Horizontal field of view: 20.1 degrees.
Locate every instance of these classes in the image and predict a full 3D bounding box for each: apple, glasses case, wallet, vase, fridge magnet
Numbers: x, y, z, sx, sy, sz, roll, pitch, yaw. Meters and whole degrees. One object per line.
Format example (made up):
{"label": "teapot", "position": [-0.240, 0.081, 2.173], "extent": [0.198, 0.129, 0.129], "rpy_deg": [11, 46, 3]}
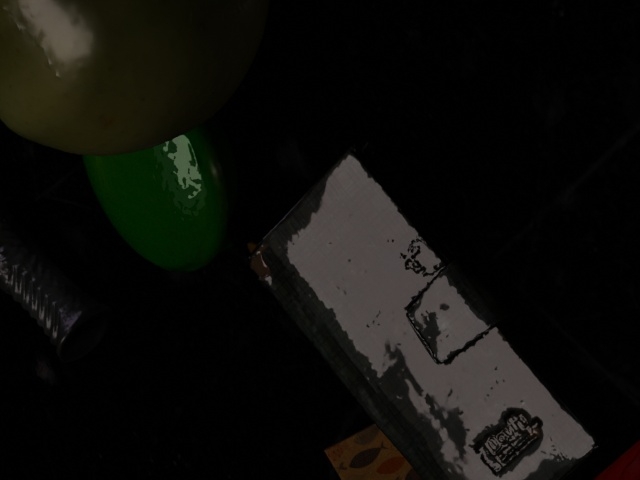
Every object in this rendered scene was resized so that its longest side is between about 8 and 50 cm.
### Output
{"label": "apple", "position": [-0.177, -0.198, 1.477], "extent": [0.279, 0.279, 0.279], "rpy_deg": [30, 134, 37]}
{"label": "glasses case", "position": [0.071, 0.184, 1.598], "extent": [0.065, 0.041, 0.170], "rpy_deg": [59, 144, 4]}
{"label": "wallet", "position": [0.081, 0.087, 1.478], "extent": [0.317, 0.044, 0.169], "rpy_deg": [52, 126, 11]}
{"label": "vase", "position": [-0.327, 0.025, 1.954], "extent": [0.237, 0.115, 0.115], "rpy_deg": [42, 140, 20]}
{"label": "fridge magnet", "position": [-0.151, -0.070, 1.671], "extent": [0.208, 0.088, 0.208], "rpy_deg": [29, 132, 38]}

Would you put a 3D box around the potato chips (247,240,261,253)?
{"label": "potato chips", "position": [0.000, 0.000, 1.582], "extent": [0.204, 0.026, 0.037], "rpy_deg": [-17, 85, 55]}

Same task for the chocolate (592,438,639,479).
{"label": "chocolate", "position": [0.220, 0.354, 1.269], "extent": [0.161, 0.360, 0.341], "rpy_deg": [21, 142, -10]}
